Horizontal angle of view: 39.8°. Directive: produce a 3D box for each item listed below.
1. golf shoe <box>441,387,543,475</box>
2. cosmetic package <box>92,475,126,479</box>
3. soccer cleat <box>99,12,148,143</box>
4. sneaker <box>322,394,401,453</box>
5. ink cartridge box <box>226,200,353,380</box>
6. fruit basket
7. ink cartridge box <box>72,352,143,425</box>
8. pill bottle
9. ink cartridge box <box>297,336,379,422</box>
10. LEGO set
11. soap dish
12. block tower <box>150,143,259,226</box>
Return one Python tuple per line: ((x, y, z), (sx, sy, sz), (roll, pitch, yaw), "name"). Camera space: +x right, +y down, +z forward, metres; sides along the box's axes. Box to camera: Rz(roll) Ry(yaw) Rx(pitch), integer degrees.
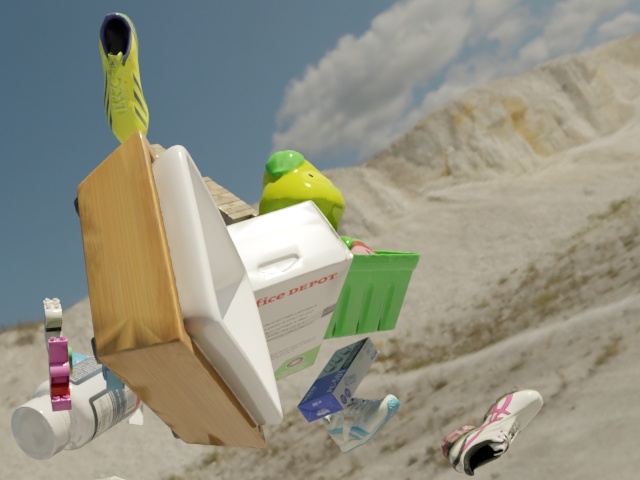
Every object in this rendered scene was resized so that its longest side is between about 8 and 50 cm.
((0.288, 0.310, 1.414), (0.186, 0.067, 0.086), (-37, 26, -5), "golf shoe")
((-0.326, 0.499, 1.471), (0.224, 0.224, 0.138), (-20, 47, 46), "cosmetic package")
((-0.428, -0.344, 1.892), (0.093, 0.289, 0.121), (-7, -4, -2), "soccer cleat")
((0.080, 0.367, 1.834), (0.087, 0.092, 0.228), (-35, -7, -42), "sneaker")
((-0.090, 0.093, 1.214), (0.198, 0.115, 0.273), (-19, -32, -27), "ink cartridge box")
((0.000, 0.000, 1.764), (0.282, 0.392, 0.392), (3, 14, 36), "fruit basket")
((-0.423, 0.296, 1.753), (0.180, 0.104, 0.060), (18, -45, -28), "ink cartridge box")
((-0.347, 0.236, 1.264), (0.108, 0.108, 0.180), (-38, -5, 31), "pill bottle")
((0.039, 0.281, 1.802), (0.097, 0.046, 0.207), (-28, 12, 34), "ink cartridge box")
((-0.265, 0.099, 0.994), (0.087, 0.093, 0.227), (-3, 14, -20), "LEGO set")
((-0.137, 0.066, 0.879), (0.118, 0.229, 0.291), (-18, -32, 1), "soap dish")
((-0.281, -0.093, 1.879), (0.097, 0.335, 0.091), (-21, -42, -57), "block tower")
